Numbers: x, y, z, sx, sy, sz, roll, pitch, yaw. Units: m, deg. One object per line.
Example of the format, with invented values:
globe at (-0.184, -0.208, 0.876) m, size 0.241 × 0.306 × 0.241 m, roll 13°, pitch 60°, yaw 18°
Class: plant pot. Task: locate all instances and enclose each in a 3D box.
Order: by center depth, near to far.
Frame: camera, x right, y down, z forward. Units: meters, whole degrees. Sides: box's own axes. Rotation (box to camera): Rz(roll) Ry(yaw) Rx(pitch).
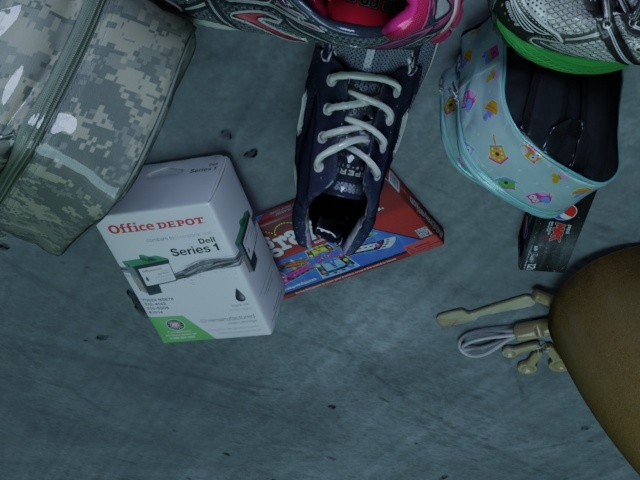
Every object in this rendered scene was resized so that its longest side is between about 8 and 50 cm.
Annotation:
plant pot at (0.421, 0.175, 1.114) m, size 0.237 × 0.254 × 0.237 m, roll 0°, pitch 132°, yaw 0°

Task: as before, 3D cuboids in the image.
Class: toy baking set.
toy baking set at (0.304, 0.136, 1.286) m, size 0.256 × 0.030 × 0.197 m, roll 23°, pitch 138°, yaw -21°

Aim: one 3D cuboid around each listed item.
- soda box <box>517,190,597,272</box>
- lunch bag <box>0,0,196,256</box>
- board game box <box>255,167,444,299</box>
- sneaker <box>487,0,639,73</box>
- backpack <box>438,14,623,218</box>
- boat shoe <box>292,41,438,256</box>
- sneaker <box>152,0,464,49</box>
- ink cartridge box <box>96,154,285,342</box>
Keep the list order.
soda box at (0.276, -0.033, 1.063) m, size 0.060 × 0.053 × 0.169 m, roll 4°, pitch 142°, yaw 1°
lunch bag at (-0.297, -0.135, 0.842) m, size 0.256 × 0.213 × 0.305 m, roll 28°, pitch 159°, yaw -20°
board game box at (0.000, 0.000, 1.160) m, size 0.281 × 0.027 × 0.145 m, roll -21°, pitch 133°, yaw 29°
sneaker at (0.304, -0.203, 0.742) m, size 0.343 × 0.134 × 0.146 m, roll 2°, pitch -173°, yaw -9°
backpack at (0.199, -0.116, 0.863) m, size 0.166 × 0.188 × 0.144 m, roll 27°, pitch 137°, yaw -25°
boat shoe at (0.044, -0.128, 0.890) m, size 0.127 × 0.158 × 0.340 m, roll 8°, pitch 141°, yaw -3°
sneaker at (-0.031, -0.228, 0.762) m, size 0.299 × 0.112 × 0.121 m, roll 11°, pitch 110°, yaw 17°
ink cartridge box at (-0.156, 0.016, 1.114) m, size 0.160 × 0.093 × 0.219 m, roll -7°, pitch 130°, yaw 19°
